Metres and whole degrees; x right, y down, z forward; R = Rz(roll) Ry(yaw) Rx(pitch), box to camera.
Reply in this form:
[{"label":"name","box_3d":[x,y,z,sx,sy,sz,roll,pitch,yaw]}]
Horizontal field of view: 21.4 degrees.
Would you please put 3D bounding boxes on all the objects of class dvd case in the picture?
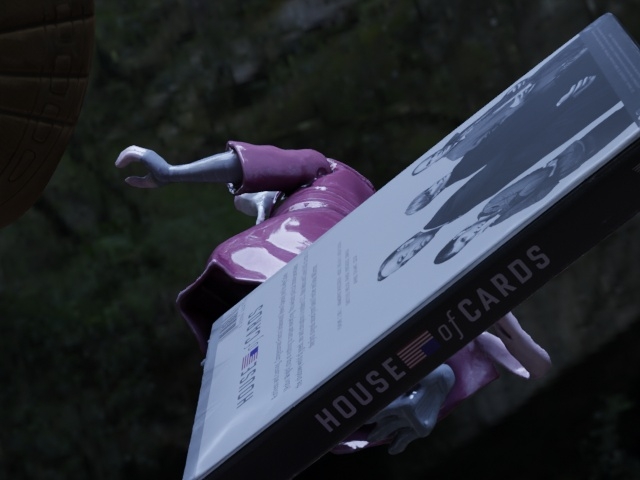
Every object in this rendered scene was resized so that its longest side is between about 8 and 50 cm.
[{"label":"dvd case","box_3d":[0.045,0.005,0.704,0.239,0.029,0.179,-39,13,13]}]

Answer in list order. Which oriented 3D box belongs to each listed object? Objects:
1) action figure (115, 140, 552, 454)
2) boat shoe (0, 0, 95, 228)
[{"label":"action figure","box_3d":[0.000,0.000,1.367,0.276,0.370,0.248,-27,-66,13]},{"label":"boat shoe","box_3d":[-0.216,-0.176,1.055,0.110,0.341,0.122,8,4,42]}]
